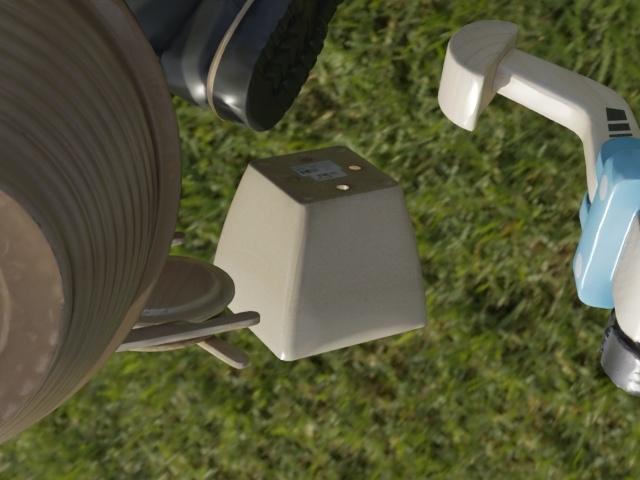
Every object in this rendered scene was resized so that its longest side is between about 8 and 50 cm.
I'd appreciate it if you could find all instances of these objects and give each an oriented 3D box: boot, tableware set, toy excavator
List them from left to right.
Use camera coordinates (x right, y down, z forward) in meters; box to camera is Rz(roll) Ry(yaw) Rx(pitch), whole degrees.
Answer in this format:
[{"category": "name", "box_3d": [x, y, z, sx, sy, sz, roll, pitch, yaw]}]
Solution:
[{"category": "tableware set", "box_3d": [-0.136, 0.048, 0.708, 0.128, 0.194, 0.039, -139, 44, -57]}, {"category": "boot", "box_3d": [-0.047, -0.162, 0.709, 0.137, 0.198, 0.077, 21, 155, 22]}, {"category": "toy excavator", "box_3d": [0.350, -0.062, 1.483, 0.432, 0.445, 0.222, 6, 130, -3]}]

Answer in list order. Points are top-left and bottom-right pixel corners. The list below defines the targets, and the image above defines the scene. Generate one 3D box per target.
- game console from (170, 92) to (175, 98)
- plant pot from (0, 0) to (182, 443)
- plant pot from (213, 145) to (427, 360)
[{"category": "game console", "box_3d": [-0.069, -0.266, 0.773, 0.060, 0.342, 0.387, 32, 86, 19]}, {"category": "plant pot", "box_3d": [-0.151, 0.001, 0.456, 0.110, 0.237, 0.237, 51, 131, 53]}, {"category": "plant pot", "box_3d": [0.000, 0.000, 0.878, 0.109, 0.109, 0.096, 40, 134, 49]}]
